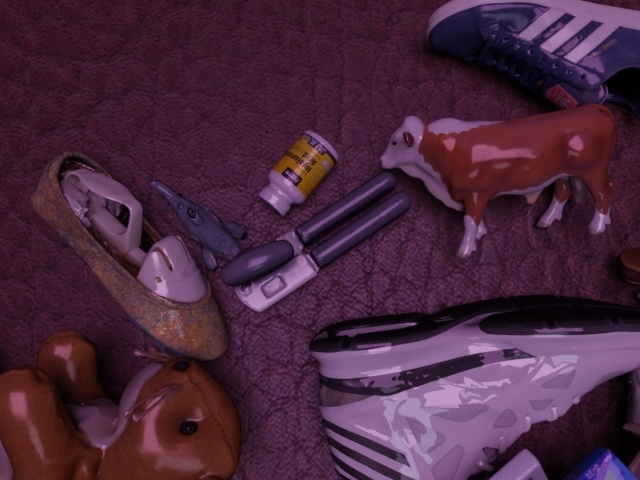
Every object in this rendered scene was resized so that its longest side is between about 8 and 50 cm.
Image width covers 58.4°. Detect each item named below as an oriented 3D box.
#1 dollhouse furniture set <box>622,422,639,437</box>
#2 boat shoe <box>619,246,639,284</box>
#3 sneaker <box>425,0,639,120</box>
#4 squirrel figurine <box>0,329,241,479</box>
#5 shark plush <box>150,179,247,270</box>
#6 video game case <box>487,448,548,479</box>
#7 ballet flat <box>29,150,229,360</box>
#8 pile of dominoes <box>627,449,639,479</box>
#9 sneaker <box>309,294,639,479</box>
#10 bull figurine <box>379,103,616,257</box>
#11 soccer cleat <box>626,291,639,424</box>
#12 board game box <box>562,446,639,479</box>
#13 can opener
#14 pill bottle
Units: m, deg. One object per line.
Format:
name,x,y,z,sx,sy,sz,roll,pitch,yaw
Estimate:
dollhouse furniture set,0.510,0.150,0.640,0.259,0.135,0.262,30,82,-23
boat shoe,0.514,0.047,0.780,0.207,0.073,0.073,-2,121,6
sneaker,0.319,-0.244,0.794,0.350,0.131,0.148,7,80,2
squirrel figurine,-0.275,0.306,0.678,0.370,0.281,0.397,-5,95,-11
shark plush,-0.164,-0.033,0.793,0.073,0.067,0.161,-36,83,-5
video game case,0.180,0.354,0.674,0.227,0.206,0.026,-40,46,-3
ballet flat,-0.242,0.012,0.754,0.348,0.123,0.123,42,84,9
pile of dominoes,0.504,0.254,0.744,0.251,0.040,0.196,-45,106,-13
sneaker,0.220,0.217,0.734,0.447,0.169,0.257,-6,95,0
bull figurine,0.239,-0.089,0.762,0.310,0.101,0.188,-8,108,5
soccer cleat,0.435,0.162,0.768,0.076,0.068,0.196,23,76,10
board game box,0.330,0.361,0.617,0.160,0.047,0.210,-41,73,-6
can opener,0.000,0.000,0.782,0.280,0.093,0.074,-32,82,-9
pill bottle,-0.033,-0.092,0.804,0.065,0.065,0.116,38,84,5
